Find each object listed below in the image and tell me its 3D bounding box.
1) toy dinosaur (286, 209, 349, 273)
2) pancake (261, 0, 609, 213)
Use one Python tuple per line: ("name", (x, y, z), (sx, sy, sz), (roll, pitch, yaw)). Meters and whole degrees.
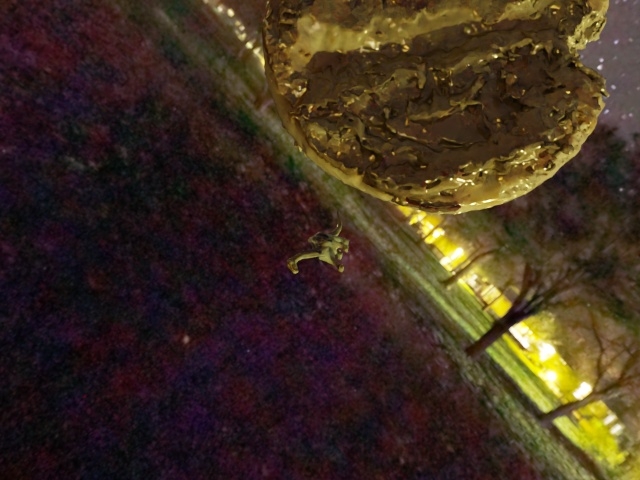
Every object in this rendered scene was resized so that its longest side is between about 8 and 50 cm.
("toy dinosaur", (0.013, 0.007, 0.651), (0.058, 0.037, 0.180), (31, 20, 6))
("pancake", (0.125, -0.202, 0.575), (0.382, 0.382, 0.071), (50, -6, 16))
